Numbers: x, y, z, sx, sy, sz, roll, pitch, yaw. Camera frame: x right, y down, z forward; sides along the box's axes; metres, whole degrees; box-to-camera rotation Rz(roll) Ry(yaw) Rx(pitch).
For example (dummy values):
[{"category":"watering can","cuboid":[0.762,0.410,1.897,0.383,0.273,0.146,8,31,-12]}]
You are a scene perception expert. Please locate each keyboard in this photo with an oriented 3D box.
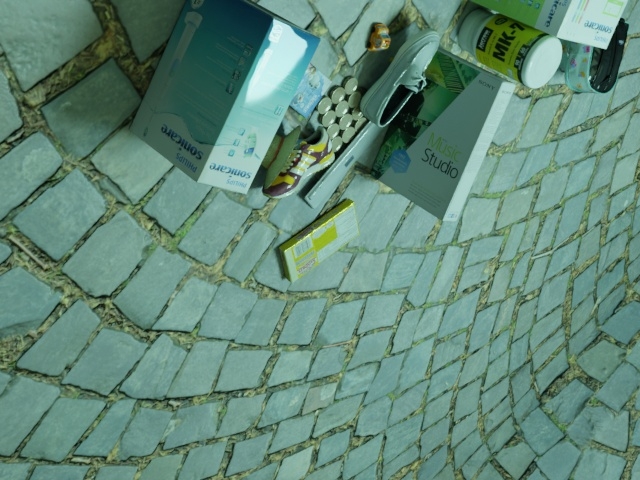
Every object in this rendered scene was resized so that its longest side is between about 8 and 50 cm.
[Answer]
[{"category":"keyboard","cuboid":[0.058,-0.175,2.125,0.256,0.014,0.072,-49,162,-4]}]

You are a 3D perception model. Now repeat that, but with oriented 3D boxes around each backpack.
[{"category":"backpack","cuboid":[0.669,-0.458,2.447,0.166,0.144,0.188,-4,98,-47]}]

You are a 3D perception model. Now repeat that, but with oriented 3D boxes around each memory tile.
[{"category":"memory tile","cuboid":[0.045,-0.262,2.052,0.113,0.012,0.148,-39,140,-19]}]

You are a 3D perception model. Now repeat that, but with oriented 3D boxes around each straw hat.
[{"category":"straw hat","cuboid":[-0.100,-0.175,1.918,0.061,0.144,0.144,28,98,-12]}]

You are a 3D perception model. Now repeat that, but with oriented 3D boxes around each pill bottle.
[{"category":"pill bottle","cuboid":[0.409,-0.423,2.151,0.119,0.208,0.119,-28,136,-31]}]

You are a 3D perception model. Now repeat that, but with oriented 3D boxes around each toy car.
[{"category":"toy car","cuboid":[0.146,-0.400,2.027,0.122,0.040,0.060,15,107,-51]}]

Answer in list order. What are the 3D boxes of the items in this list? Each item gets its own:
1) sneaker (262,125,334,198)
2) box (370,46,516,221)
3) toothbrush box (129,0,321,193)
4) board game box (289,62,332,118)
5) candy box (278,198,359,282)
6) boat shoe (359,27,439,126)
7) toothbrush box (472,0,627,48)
[{"category":"sneaker","cuboid":[-0.053,-0.159,1.991,0.185,0.069,0.084,-41,133,-27]},{"category":"box","cuboid":[0.255,-0.233,2.117,0.058,0.232,0.322,1,117,-48]},{"category":"toothbrush box","cuboid":[-0.166,-0.259,1.660,0.126,0.216,0.295,13,108,-50]},{"category":"board game box","cuboid":[-0.030,-0.297,1.937,0.090,0.020,0.090,-56,144,2]},{"category":"candy box","cuboid":[0.000,0.000,2.197,0.206,0.027,0.105,-35,142,-22]},{"category":"boat shoe","cuboid":[0.178,-0.328,2.031,0.227,0.081,0.079,-50,145,17]},{"category":"toothbrush box","cuboid":[0.462,-0.514,2.076,0.206,0.283,0.122,-1,119,-46]}]
